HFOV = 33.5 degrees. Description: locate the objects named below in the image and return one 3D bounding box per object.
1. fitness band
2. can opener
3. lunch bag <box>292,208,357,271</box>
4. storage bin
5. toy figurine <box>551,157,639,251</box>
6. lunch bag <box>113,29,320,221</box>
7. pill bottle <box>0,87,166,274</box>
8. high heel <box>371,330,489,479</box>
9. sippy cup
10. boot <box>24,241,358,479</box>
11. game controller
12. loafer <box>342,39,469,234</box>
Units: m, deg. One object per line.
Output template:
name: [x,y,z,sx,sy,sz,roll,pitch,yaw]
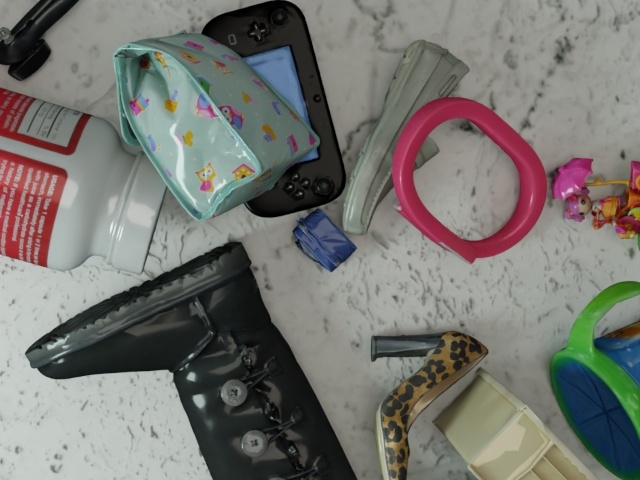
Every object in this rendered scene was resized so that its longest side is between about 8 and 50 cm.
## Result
fitness band: [0.225,-0.089,1.620,0.291,0.054,0.209,37,86,-32]
can opener: [-0.416,-0.327,1.586,0.059,0.073,0.186,35,85,31]
lunch bag: [0.000,0.000,1.643,0.065,0.067,0.098,-45,96,-2]
storage bin: [0.318,0.348,1.605,0.123,0.262,0.260,-45,97,-1]
toy figurine: [0.445,-0.069,1.686,0.159,0.130,0.173,6,118,6]
lunch bag: [-0.161,-0.180,1.498,0.160,0.223,0.262,-40,88,26]
pill bottle: [-0.426,-0.090,1.507,0.408,0.229,0.229,17,92,-7]
high heel: [0.176,0.265,1.639,0.186,0.093,0.261,-1,69,-2]
sippy cup: [0.516,0.222,1.652,0.224,0.305,0.240,-27,53,-14]
boot: [-0.186,0.276,1.614,0.367,0.146,0.445,-25,101,-3]
game controller: [-0.072,-0.198,1.622,0.166,0.067,0.319,-15,95,-5]
loafer: [0.127,-0.149,1.626,0.111,0.112,0.319,24,90,1]
